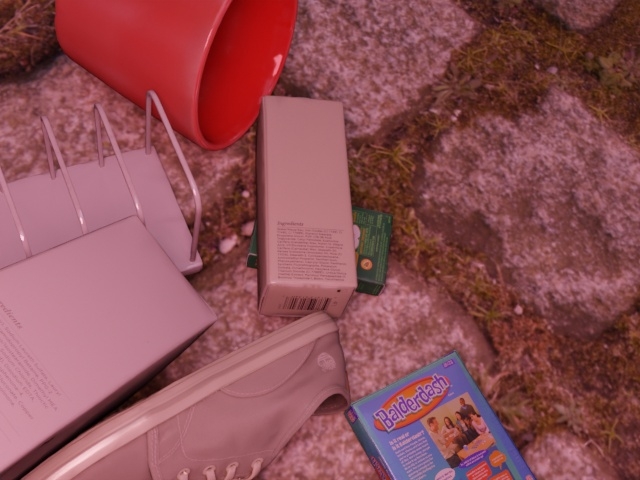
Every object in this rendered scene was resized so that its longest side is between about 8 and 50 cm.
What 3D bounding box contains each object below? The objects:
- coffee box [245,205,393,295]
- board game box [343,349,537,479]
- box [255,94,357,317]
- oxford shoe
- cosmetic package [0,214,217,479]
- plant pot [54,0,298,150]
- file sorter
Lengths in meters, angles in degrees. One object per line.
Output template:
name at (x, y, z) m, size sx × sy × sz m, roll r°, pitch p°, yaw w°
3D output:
coffee box at (0.000, 0.000, 1.117) m, size 0.184 × 0.040 × 0.113 m, roll 12°, pitch 60°, yaw -6°
board game box at (0.149, 0.258, 1.007) m, size 0.160 × 0.047 × 0.210 m, roll -22°, pitch 69°, yaw -21°
box at (-0.024, -0.045, 1.058) m, size 0.113 × 0.094 × 0.275 m, roll 4°, pitch 60°, yaw -10°
oxford shoe at (-0.136, 0.215, 0.891) m, size 0.449 × 0.169 × 0.130 m, roll -24°, pitch 81°, yaw -34°
cosmetic package at (-0.293, 0.135, 0.778) m, size 0.156 × 0.217 × 0.385 m, roll 51°, pitch 30°, yaw 4°
plant pot at (-0.196, -0.287, 1.121) m, size 0.243 × 0.275 × 0.275 m, roll 24°, pitch 60°, yaw 13°
file sorter at (-0.301, -0.040, 1.003) m, size 0.277 × 0.173 × 0.193 m, roll -18°, pitch 67°, yaw -19°
